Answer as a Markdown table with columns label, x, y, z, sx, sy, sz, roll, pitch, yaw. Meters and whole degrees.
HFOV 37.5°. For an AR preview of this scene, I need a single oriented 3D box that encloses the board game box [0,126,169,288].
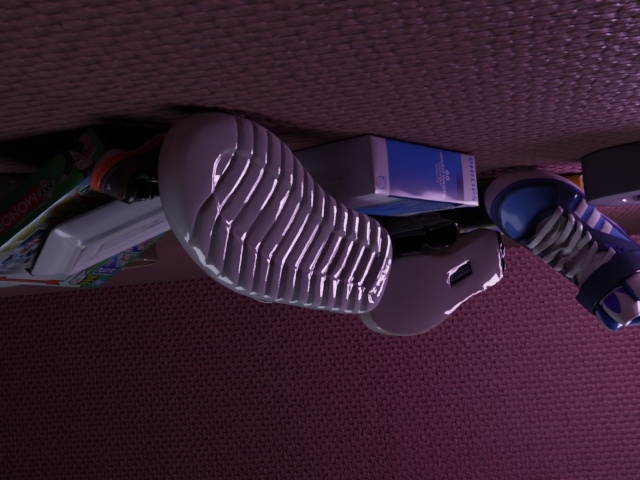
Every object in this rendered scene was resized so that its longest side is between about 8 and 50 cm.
| label | x | y | z | sx | sy | sz | roll | pitch | yaw |
| --- | --- | --- | --- | --- | --- | --- | --- | --- | --- |
| board game box | -0.270 | -0.026 | 1.125 | 0.213 | 0.046 | 0.317 | -37 | 169 | 9 |

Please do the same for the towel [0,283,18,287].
| label | x | y | z | sx | sy | sz | roll | pitch | yaw |
| --- | --- | --- | --- | --- | --- | --- | --- | --- | --- |
| towel | -0.569 | 0.035 | 1.817 | 0.320 | 0.090 | 0.374 | -5 | 175 | 11 |

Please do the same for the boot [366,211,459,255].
| label | x | y | z | sx | sy | sz | roll | pitch | yaw |
| --- | --- | --- | --- | --- | --- | --- | --- | --- | --- |
| boot | 0.074 | -0.028 | 1.426 | 0.246 | 0.084 | 0.161 | -10 | -151 | -18 |

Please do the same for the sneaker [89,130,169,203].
| label | x | y | z | sx | sy | sz | roll | pitch | yaw |
| --- | --- | --- | --- | --- | --- | --- | --- | --- | --- |
| sneaker | -0.171 | -0.066 | 0.985 | 0.065 | 0.061 | 0.158 | 37 | -148 | 14 |

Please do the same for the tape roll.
| label | x | y | z | sx | sy | sz | roll | pitch | yaw |
| --- | --- | --- | --- | --- | --- | --- | --- | --- | --- |
| tape roll | 0.512 | -0.102 | 1.437 | 0.219 | 0.072 | 0.219 | -5 | 175 | 0 |

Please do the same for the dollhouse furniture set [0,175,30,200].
| label | x | y | z | sx | sy | sz | roll | pitch | yaw |
| --- | --- | --- | --- | --- | --- | --- | --- | --- | --- |
| dollhouse furniture set | -0.388 | -0.016 | 1.115 | 0.151 | 0.144 | 0.123 | 2 | 172 | -42 |

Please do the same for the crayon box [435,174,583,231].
| label | x | y | z | sx | sy | sz | roll | pitch | yaw |
| --- | --- | --- | --- | --- | --- | --- | --- | --- | --- |
| crayon box | 0.329 | -0.058 | 1.690 | 0.322 | 0.083 | 0.203 | -5 | 175 | -8 |

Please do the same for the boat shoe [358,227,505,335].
| label | x | y | z | sx | sy | sz | roll | pitch | yaw |
| --- | --- | --- | --- | --- | --- | --- | --- | --- | --- |
| boat shoe | 0.140 | 0.064 | 1.499 | 0.340 | 0.127 | 0.158 | -16 | -171 | -43 |

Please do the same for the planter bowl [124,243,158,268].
| label | x | y | z | sx | sy | sz | roll | pitch | yaw |
| --- | --- | --- | --- | --- | --- | --- | --- | --- | --- |
| planter bowl | -0.322 | -0.015 | 1.385 | 0.162 | 0.109 | 0.162 | -5 | 174 | 0 |

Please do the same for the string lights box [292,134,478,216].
| label | x | y | z | sx | sy | sz | roll | pitch | yaw |
| --- | --- | --- | --- | --- | --- | --- | --- | --- | --- |
| string lights box | 0.089 | -0.079 | 1.259 | 0.133 | 0.077 | 0.259 | -8 | 174 | 37 |

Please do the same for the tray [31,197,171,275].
| label | x | y | z | sx | sy | sz | roll | pitch | yaw |
| --- | --- | --- | --- | --- | --- | --- | --- | --- | --- |
| tray | -0.197 | -0.029 | 1.093 | 0.270 | 0.030 | 0.145 | -28 | 171 | -33 |

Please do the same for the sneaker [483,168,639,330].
| label | x | y | z | sx | sy | sz | roll | pitch | yaw |
| --- | --- | --- | --- | --- | --- | --- | --- | --- | --- |
| sneaker | 0.422 | 0.027 | 1.495 | 0.322 | 0.236 | 0.130 | 26 | 116 | -29 |

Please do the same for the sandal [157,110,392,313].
| label | x | y | z | sx | sy | sz | roll | pitch | yaw |
| --- | --- | --- | --- | --- | --- | --- | --- | --- | --- |
| sandal | -0.058 | -0.005 | 1.071 | 0.102 | 0.170 | 0.416 | 6 | 162 | 37 |
